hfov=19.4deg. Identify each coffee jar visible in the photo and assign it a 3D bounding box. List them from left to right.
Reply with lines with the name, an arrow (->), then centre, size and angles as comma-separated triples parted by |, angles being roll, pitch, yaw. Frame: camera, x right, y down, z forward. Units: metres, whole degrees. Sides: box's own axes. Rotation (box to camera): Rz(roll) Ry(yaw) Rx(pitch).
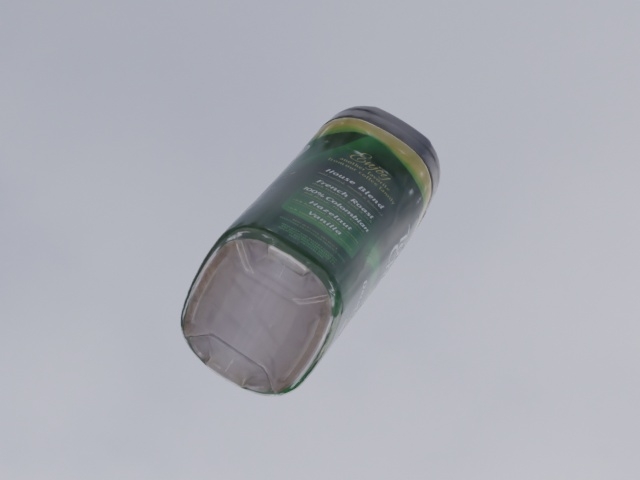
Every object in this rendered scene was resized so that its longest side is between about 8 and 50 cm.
coffee jar -> 0.000, 0.000, 1.013 | 0.079, 0.184, 0.096 | 32, -55, 4
